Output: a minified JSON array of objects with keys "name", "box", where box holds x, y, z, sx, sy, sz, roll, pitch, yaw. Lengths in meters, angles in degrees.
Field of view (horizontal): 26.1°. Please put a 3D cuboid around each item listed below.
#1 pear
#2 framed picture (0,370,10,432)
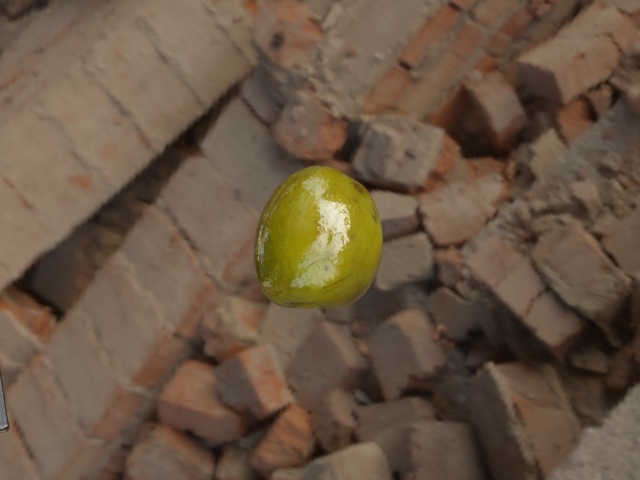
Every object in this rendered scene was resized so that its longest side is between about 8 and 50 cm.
[{"name":"pear","box":[0.000,0.000,1.524,0.149,0.149,0.162,6,78,40]},{"name":"framed picture","box":[-0.562,0.146,1.833,0.347,0.265,0.016,-111,20,-46]}]
